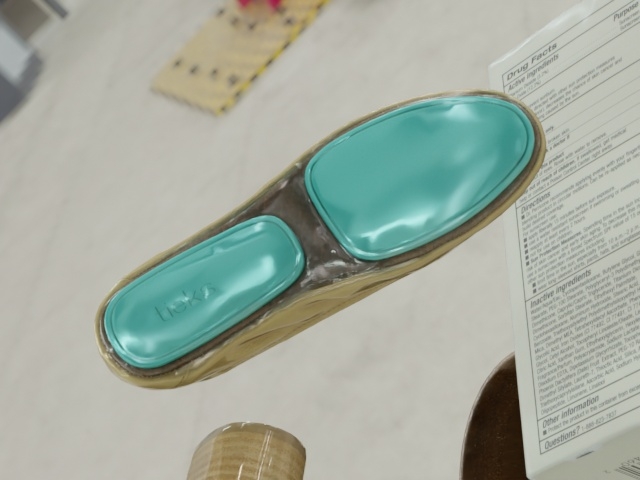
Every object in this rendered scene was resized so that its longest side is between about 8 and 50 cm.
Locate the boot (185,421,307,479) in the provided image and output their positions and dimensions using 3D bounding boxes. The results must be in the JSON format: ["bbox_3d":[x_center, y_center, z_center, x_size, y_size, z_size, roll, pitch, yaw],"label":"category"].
[{"bbox_3d":[-0.089,0.234,0.861,0.295,0.104,0.211,124,164,-55],"label":"boot"}]

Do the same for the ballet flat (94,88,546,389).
[{"bbox_3d":[0.000,0.000,0.824,0.232,0.080,0.073,-26,-18,1],"label":"ballet flat"}]

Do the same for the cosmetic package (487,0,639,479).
[{"bbox_3d":[0.205,-0.003,1.074,0.160,0.113,0.309,-32,46,41],"label":"cosmetic package"}]

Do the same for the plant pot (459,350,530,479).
[{"bbox_3d":[0.253,0.182,1.236,0.215,0.230,0.215,-8,81,62],"label":"plant pot"}]
